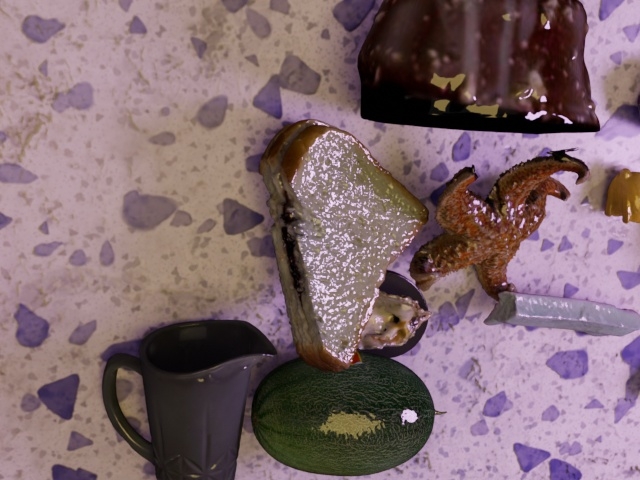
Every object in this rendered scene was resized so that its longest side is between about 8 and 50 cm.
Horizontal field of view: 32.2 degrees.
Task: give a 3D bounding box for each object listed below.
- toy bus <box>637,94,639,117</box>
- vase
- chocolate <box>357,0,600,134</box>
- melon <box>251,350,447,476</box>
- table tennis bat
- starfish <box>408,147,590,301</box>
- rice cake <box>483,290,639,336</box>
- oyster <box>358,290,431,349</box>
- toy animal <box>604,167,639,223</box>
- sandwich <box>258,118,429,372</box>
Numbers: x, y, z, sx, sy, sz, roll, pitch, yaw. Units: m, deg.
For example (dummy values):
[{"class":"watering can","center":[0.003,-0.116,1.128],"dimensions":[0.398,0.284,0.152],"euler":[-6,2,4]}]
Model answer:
[{"class":"toy bus","center":[0.574,-0.189,1.674],"dimensions":[0.178,0.087,0.098],"euler":[15,142,-21]},{"class":"vase","center":[-0.187,0.261,1.562],"dimensions":[0.251,0.156,0.301],"euler":[8,115,10]},{"class":"chocolate","center":[0.215,-0.256,1.481],"dimensions":[0.340,0.225,0.210],"euler":[2,94,-19]},{"class":"melon","center":[0.043,0.250,1.602],"dimensions":[0.287,0.182,0.182],"euler":[5,106,-12]},{"class":"table tennis bat","center":[0.071,0.094,1.650],"dimensions":[0.220,0.019,0.130],"euler":[36,93,-26]},{"class":"starfish","center":[0.265,-0.030,1.578],"dimensions":[0.312,0.113,0.303],"euler":[-8,141,-42]},{"class":"rice cake","center":[0.375,0.116,1.709],"dimensions":[0.290,0.081,0.051],"euler":[8,62,-33]},{"class":"oyster","center":[0.085,0.108,1.624],"dimensions":[0.146,0.045,0.121],"euler":[-29,119,-1]},{"class":"toy animal","center":[0.524,-0.068,1.718],"dimensions":[0.159,0.070,0.083],"euler":[1,105,-23]},{"class":"sandwich","center":[-0.003,0.000,1.505],"dimensions":[0.254,0.099,0.288],"euler":[39,69,-31]}]
